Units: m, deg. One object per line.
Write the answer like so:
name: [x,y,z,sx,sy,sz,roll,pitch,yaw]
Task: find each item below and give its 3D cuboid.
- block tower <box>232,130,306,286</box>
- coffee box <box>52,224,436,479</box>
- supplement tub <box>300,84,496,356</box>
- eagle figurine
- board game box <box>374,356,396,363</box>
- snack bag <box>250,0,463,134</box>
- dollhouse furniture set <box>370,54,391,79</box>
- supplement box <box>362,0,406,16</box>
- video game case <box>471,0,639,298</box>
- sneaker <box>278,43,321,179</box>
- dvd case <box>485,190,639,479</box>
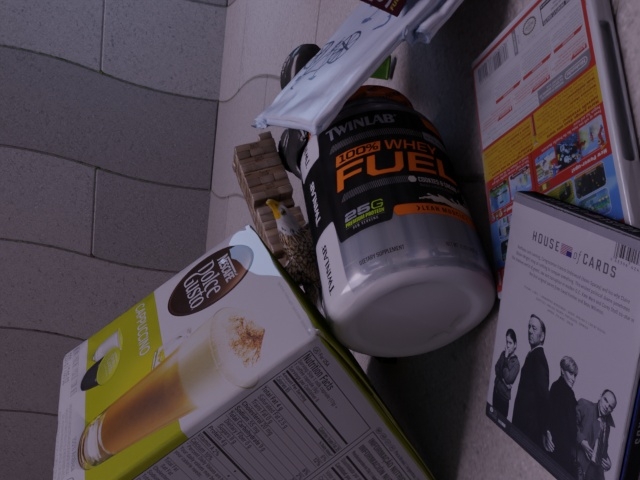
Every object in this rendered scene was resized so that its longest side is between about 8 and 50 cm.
block tower: [-0.095,-0.059,1.407,0.091,0.097,0.335,108,144,-65]
coffee box: [-0.099,0.243,0.884,0.338,0.334,0.337,55,178,-28]
supplement tub: [0.080,-0.034,0.826,0.193,0.194,0.315,112,154,-47]
eagle figurine: [-0.004,-0.007,1.134,0.226,0.298,0.225,43,168,31]
board game box: [0.081,0.111,1.078,0.186,0.026,0.126,-159,73,-72]
snack bag: [0.064,-0.259,0.869,0.342,0.037,0.323,-48,21,-4]
dollhouse furniture set: [0.090,-0.318,1.132,0.151,0.059,0.076,-78,-6,-60]
supplement box: [0.063,-0.380,0.797,0.130,0.073,0.239,-58,30,31]
video game case: [0.222,-0.101,0.662,0.204,0.025,0.285,137,134,-65]
sneaker: [-0.019,-0.254,1.370,0.130,0.109,0.286,-126,32,-54]
dvd case: [0.216,0.092,0.584,0.179,0.030,0.238,-139,49,-63]
